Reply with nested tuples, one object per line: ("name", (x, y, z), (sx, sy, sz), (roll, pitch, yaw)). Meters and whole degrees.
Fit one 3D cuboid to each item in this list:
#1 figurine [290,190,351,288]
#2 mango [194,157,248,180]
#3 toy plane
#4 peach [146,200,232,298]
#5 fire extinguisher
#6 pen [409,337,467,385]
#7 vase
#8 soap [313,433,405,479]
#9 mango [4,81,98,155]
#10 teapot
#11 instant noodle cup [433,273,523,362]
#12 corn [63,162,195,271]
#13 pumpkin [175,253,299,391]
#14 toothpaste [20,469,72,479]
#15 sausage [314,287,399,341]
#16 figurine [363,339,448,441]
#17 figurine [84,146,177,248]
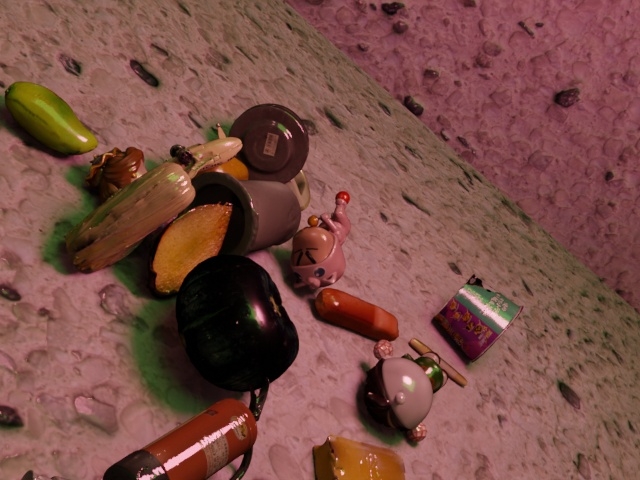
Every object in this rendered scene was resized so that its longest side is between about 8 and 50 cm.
("figurine", (0.000, 0.000, 1.975), (0.186, 0.176, 0.288), (46, 56, -32))
("mango", (-0.278, -0.191, 1.990), (0.195, 0.098, 0.137), (8, 45, -54))
("toy plane", (-0.323, -0.212, 1.834), (0.104, 0.256, 0.242), (62, -16, -24))
("peach", (-0.313, 0.005, 1.630), (0.068, 0.189, 0.279), (27, 62, 30))
("fire extinguisher", (-0.229, 0.406, 1.326), (0.113, 0.200, 0.376), (35, 32, 23))
("pen", (0.361, 0.371, 2.163), (0.233, 0.032, 0.040), (40, 9, -13))
("vase", (-0.196, -0.057, 1.834), (0.245, 0.245, 0.291), (54, 23, 13))
("soap", (0.097, 0.538, 1.626), (0.233, 0.076, 0.135), (26, 38, -31))
("mango", (-0.632, -0.283, 1.666), (0.232, 0.111, 0.125), (34, 38, -21))
("teapot", (-0.111, -0.282, 2.160), (0.321, 0.240, 0.239), (36, 20, -7))
("instant noodle cup", (0.501, 0.240, 2.290), (0.190, 0.251, 0.251), (42, 31, 10))
("corn", (-0.410, -0.051, 1.528), (0.122, 0.305, 0.123), (53, -9, -9))
("pumpkin", (-0.193, 0.183, 1.542), (0.315, 0.238, 0.315), (56, 12, -18))
("toothpaste", (-0.391, 0.447, 1.188), (0.234, 0.057, 0.089), (34, 35, -31))
("sausage", (0.107, 0.211, 1.997), (0.300, 0.083, 0.089), (27, 36, -32))
("figurine", (0.239, 0.387, 1.883), (0.370, 0.167, 0.282), (-10, 75, -59))
("figurine", (-0.439, -0.111, 1.672), (0.189, 0.142, 0.263), (-33, 80, -34))
